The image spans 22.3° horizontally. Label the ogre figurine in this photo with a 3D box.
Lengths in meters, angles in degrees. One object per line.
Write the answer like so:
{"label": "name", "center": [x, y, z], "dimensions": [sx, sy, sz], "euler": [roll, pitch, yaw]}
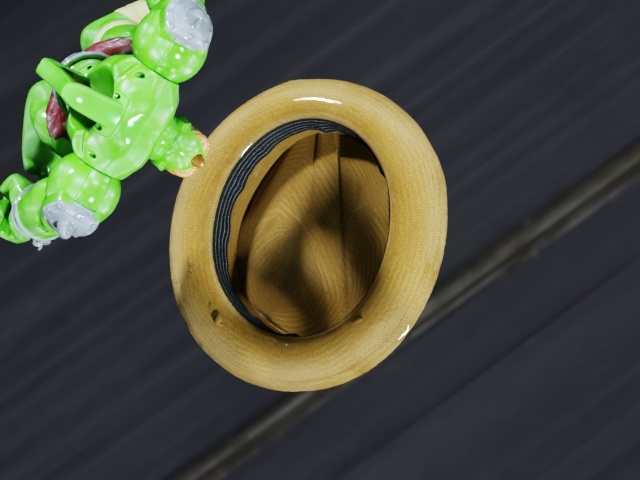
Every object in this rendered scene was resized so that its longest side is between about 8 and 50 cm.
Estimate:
{"label": "ogre figurine", "center": [-0.115, -0.074, 0.884], "dimensions": [0.097, 0.197, 0.118], "euler": [50, 178, -27]}

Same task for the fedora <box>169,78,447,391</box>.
{"label": "fedora", "center": [0.000, 0.000, 1.002], "dimensions": [0.194, 0.194, 0.079], "euler": [52, -172, 23]}
